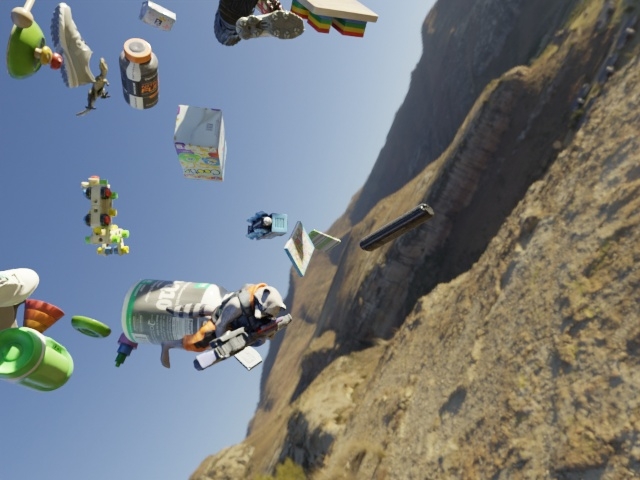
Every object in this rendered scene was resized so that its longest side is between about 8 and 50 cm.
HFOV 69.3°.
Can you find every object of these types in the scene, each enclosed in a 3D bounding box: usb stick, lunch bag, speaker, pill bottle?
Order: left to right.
[{"bbox_3d":[-0.733,0.310,1.184,0.131,0.131,0.296,-62,-2,-27],"label":"speaker"},{"bbox_3d":[-0.650,-0.599,1.664,0.130,0.130,0.246,-61,2,-30],"label":"pill bottle"},{"bbox_3d":[-0.401,-0.550,1.138,0.071,0.083,0.053,12,-79,-38],"label":"lunch bag"},{"bbox_3d":[-0.403,0.232,1.442,0.204,0.361,0.204,4,-90,-82],"label":"pill bottle"},{"bbox_3d":[0.255,-0.039,1.571,0.278,0.045,0.077,-32,-33,31],"label":"usb stick"}]

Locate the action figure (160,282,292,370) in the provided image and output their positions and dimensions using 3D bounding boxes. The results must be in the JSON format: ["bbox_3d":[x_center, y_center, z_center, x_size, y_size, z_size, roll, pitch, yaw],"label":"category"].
[{"bbox_3d":[-0.237,0.193,1.095,0.330,0.179,0.341,-24,-5,21],"label":"action figure"}]

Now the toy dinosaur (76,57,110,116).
[{"bbox_3d":[-0.866,-0.560,1.781,0.064,0.118,0.268,17,-61,-45],"label":"toy dinosaur"}]

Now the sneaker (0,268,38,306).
[{"bbox_3d":[-0.694,0.097,1.003,0.094,0.080,0.212,-38,-2,21],"label":"sneaker"}]

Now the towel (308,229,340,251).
[{"bbox_3d":[0.000,0.000,2.125,0.113,0.152,0.023,-38,40,41],"label":"towel"}]

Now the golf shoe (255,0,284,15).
[{"bbox_3d":[-0.199,-0.867,1.710,0.067,0.186,0.086,-49,26,-21],"label":"golf shoe"}]

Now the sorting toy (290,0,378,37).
[{"bbox_3d":[0.025,-0.807,1.634,0.257,0.255,0.089,-9,-44,-30],"label":"sorting toy"}]

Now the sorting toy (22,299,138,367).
[{"bbox_3d":[-0.772,0.310,1.461,0.127,0.365,0.126,-47,23,54],"label":"sorting toy"}]

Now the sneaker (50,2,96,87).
[{"bbox_3d":[-0.889,-0.698,1.671,0.115,0.105,0.281,-18,-66,-41],"label":"sneaker"}]

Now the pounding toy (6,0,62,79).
[{"bbox_3d":[-0.833,-0.576,1.371,0.183,0.110,0.237,-97,30,-47],"label":"pounding toy"}]

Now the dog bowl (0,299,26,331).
[{"bbox_3d":[-1.326,0.312,1.789,0.349,0.102,0.349,16,-90,-73],"label":"dog bowl"}]

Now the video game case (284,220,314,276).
[{"bbox_3d":[-0.068,0.026,1.538,0.119,0.015,0.166,62,-154,-26],"label":"video game case"}]

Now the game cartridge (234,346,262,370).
[{"bbox_3d":[-0.208,0.338,1.339,0.056,0.083,0.017,-32,-48,-30],"label":"game cartridge"}]

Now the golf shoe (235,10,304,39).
[{"bbox_3d":[-0.131,-0.559,1.202,0.086,0.176,0.069,-113,21,-62],"label":"golf shoe"}]

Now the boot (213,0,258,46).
[{"bbox_3d":[-0.260,-0.859,1.602,0.348,0.131,0.260,-57,16,0],"label":"boot"}]

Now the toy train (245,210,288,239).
[{"bbox_3d":[-0.179,-0.043,1.517,0.184,0.105,0.080,158,116,-63],"label":"toy train"}]

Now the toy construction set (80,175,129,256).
[{"bbox_3d":[-0.831,-0.105,1.780,0.215,0.151,0.328,102,151,-84],"label":"toy construction set"}]

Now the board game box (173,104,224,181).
[{"bbox_3d":[-0.409,-0.325,1.603,0.275,0.142,0.144,116,157,-72],"label":"board game box"}]
